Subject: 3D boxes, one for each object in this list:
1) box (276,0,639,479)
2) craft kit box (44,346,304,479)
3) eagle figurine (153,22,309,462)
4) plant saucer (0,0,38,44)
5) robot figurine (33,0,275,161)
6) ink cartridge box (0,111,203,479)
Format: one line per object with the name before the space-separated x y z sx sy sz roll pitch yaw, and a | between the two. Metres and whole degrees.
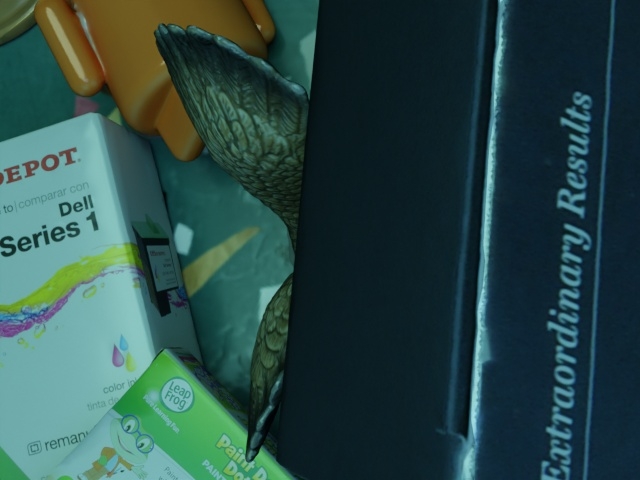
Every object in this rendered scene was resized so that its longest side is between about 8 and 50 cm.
box | 0.204 -0.019 0.455 0.395 0.212 0.294 8 84 -17
craft kit box | -0.094 0.243 0.675 0.250 0.061 0.247 44 95 10
eagle figurine | 0.006 -0.008 0.656 0.226 0.298 0.225 37 116 32
plant saucer | -0.312 -0.265 0.900 0.199 0.037 0.200 -1 83 10
robot figurine | -0.125 -0.171 0.804 0.158 0.128 0.219 -31 75 5
ink cartridge box | -0.212 0.065 0.800 0.201 0.117 0.278 -16 81 8
